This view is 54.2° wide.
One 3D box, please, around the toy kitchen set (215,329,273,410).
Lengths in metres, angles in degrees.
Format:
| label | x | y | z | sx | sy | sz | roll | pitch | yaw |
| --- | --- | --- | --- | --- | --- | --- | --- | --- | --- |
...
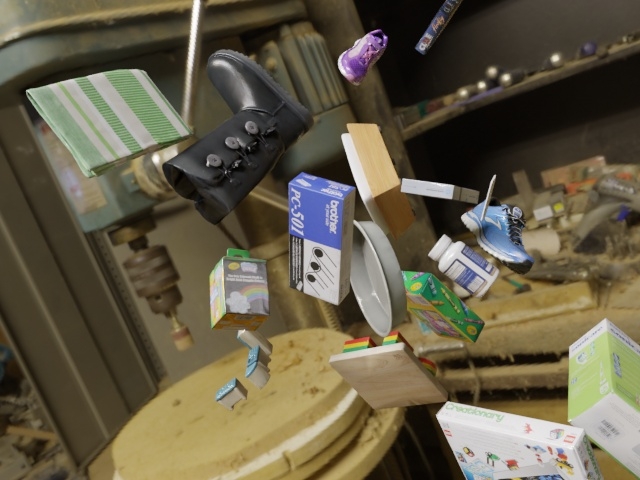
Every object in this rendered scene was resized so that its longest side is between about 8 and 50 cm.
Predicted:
| label | x | y | z | sx | sy | sz | roll | pitch | yaw |
| --- | --- | --- | --- | --- | --- | --- | --- | --- | --- |
| toy kitchen set | -0.251 | 0.385 | 1.925 | 0.166 | 0.122 | 0.207 | -39 | 18 | 13 |

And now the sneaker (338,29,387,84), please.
| label | x | y | z | sx | sy | sz | roll | pitch | yaw |
| --- | --- | --- | --- | --- | --- | --- | --- | --- | --- |
| sneaker | 0.134 | -0.548 | 1.839 | 0.104 | 0.095 | 0.236 | -28 | 24 | 43 |

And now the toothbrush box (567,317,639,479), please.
| label | x | y | z | sx | sy | sz | roll | pitch | yaw |
| --- | --- | --- | --- | --- | --- | --- | --- | --- | --- |
| toothbrush box | 0.640 | 0.328 | 1.313 | 0.122 | 0.206 | 0.283 | -51 | -1 | 32 |

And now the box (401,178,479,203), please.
| label | x | y | z | sx | sy | sz | roll | pitch | yaw |
| --- | --- | --- | --- | --- | --- | --- | --- | --- | --- |
| box | 0.318 | -0.129 | 1.652 | 0.145 | 0.038 | 0.186 | 12 | 7 | 32 |

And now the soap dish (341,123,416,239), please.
| label | x | y | z | sx | sy | sz | roll | pitch | yaw |
| --- | --- | --- | --- | --- | --- | --- | --- | --- | --- |
| soap dish | 0.170 | -0.178 | 1.806 | 0.118 | 0.229 | 0.291 | -23 | 53 | 10 |

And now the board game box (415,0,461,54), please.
| label | x | y | z | sx | sy | sz | roll | pitch | yaw |
| --- | --- | --- | --- | --- | --- | --- | --- | --- | --- |
| board game box | 0.413 | -0.750 | 2.107 | 0.243 | 0.042 | 0.165 | -56 | 0 | -40 |

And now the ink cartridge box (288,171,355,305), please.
| label | x | y | z | sx | sy | sz | roll | pitch | yaw |
| --- | --- | --- | --- | --- | --- | --- | --- | --- | --- |
| ink cartridge box | 0.000 | 0.000 | 1.013 | 0.097 | 0.207 | 0.046 | 18 | 37 | 23 |

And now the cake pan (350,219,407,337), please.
| label | x | y | z | sx | sy | sz | roll | pitch | yaw |
| --- | --- | --- | --- | --- | --- | --- | --- | --- | --- |
| cake pan | 0.128 | 0.082 | 1.485 | 0.054 | 0.293 | 0.293 | -16 | 8 | -12 |

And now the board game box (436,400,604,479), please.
| label | x | y | z | sx | sy | sz | roll | pitch | yaw |
| --- | --- | --- | --- | --- | --- | --- | --- | --- | --- |
| board game box | 0.389 | 0.426 | 1.219 | 0.305 | 0.193 | 0.053 | -3 | 30 | 50 |

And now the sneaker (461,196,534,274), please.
| label | x | y | z | sx | sy | sz | roll | pitch | yaw |
| --- | --- | --- | --- | --- | --- | --- | --- | --- | --- |
| sneaker | 0.527 | -0.031 | 1.805 | 0.147 | 0.129 | 0.330 | -49 | 30 | 18 |

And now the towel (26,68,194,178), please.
| label | x | y | z | sx | sy | sz | roll | pitch | yaw |
| --- | --- | --- | --- | --- | --- | --- | --- | --- | --- |
| towel | -0.492 | -0.296 | 1.509 | 0.324 | 0.248 | 0.038 | -35 | -4 | -46 |

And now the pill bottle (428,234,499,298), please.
| label | x | y | z | sx | sy | sz | roll | pitch | yaw |
| --- | --- | --- | --- | --- | --- | --- | --- | --- | --- |
| pill bottle | 0.258 | 0.045 | 1.138 | 0.067 | 0.120 | 0.067 | -51 | -6 | -8 |

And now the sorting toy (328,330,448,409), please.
| label | x | y | z | sx | sy | sz | roll | pitch | yaw |
| --- | --- | --- | --- | --- | --- | --- | --- | --- | --- |
| sorting toy | 0.203 | 0.374 | 1.821 | 0.257 | 0.255 | 0.089 | -18 | 35 | 36 |

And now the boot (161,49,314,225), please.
| label | x | y | z | sx | sy | sz | roll | pitch | yaw |
| --- | --- | --- | --- | --- | --- | --- | --- | --- | --- |
| boot | -0.274 | -0.296 | 1.703 | 0.445 | 0.367 | 0.146 | -52 | -5 | -33 |

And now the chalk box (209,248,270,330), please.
| label | x | y | z | sx | sy | sz | roll | pitch | yaw |
| --- | --- | --- | --- | --- | --- | --- | --- | --- | --- |
| chalk box | -0.225 | 0.127 | 1.722 | 0.132 | 0.213 | 0.132 | 7 | -29 | -24 |

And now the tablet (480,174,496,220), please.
| label | x | y | z | sx | sy | sz | roll | pitch | yaw |
| --- | --- | --- | --- | --- | --- | --- | --- | --- | --- |
| tablet | 0.329 | -0.083 | 1.223 | 0.006 | 0.083 | 0.054 | 17 | 25 | 16 |

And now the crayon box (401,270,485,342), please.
| label | x | y | z | sx | sy | sz | roll | pitch | yaw |
| --- | --- | --- | --- | --- | --- | --- | --- | --- | --- |
| crayon box | 0.356 | 0.205 | 1.939 | 0.165 | 0.278 | 0.081 | 1 | 55 | 59 |
